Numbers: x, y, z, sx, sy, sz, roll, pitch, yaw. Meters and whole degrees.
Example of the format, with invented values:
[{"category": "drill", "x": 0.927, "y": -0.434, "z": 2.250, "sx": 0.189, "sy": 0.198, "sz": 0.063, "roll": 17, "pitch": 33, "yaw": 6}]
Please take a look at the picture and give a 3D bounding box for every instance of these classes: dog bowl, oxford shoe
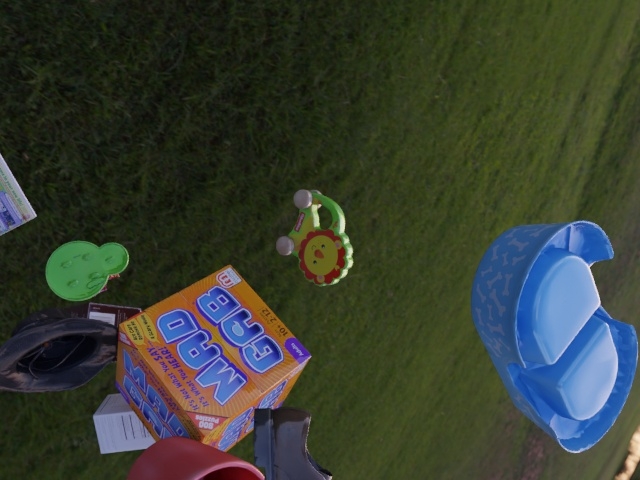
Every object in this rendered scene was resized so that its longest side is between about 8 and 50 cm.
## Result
[{"category": "dog bowl", "x": 0.262, "y": 0.105, "z": 0.620, "sx": 0.166, "sy": 0.074, "sz": 0.297, "roll": -44, "pitch": 121, "yaw": -19}, {"category": "oxford shoe", "x": -0.029, "y": 0.322, "z": 0.683, "sx": 0.096, "sy": 0.083, "sz": 0.227, "roll": -4, "pitch": 81, "yaw": -5}]

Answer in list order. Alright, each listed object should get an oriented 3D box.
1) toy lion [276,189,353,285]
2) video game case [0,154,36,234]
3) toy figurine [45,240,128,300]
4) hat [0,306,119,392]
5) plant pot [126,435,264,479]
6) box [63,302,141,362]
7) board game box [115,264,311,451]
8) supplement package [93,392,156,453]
[{"category": "toy lion", "x": 0.000, "y": 0.000, "z": 0.662, "sx": 0.034, "sy": 0.096, "sz": 0.100, "roll": -5, "pitch": 120, "yaw": -59}, {"category": "video game case", "x": -0.840, "y": -0.102, "z": 1.357, "sx": 0.193, "sy": 0.023, "sz": 0.212, "roll": -36, "pitch": 126, "yaw": -30}, {"category": "toy figurine", "x": -0.510, "y": 0.070, "z": 1.263, "sx": 0.173, "sy": 0.159, "sz": 0.130, "roll": -22, "pitch": 84, "yaw": -12}, {"category": "hat", "x": -0.674, "y": 0.255, "z": 1.404, "sx": 0.331, "sy": 0.134, "sz": 0.331, "roll": -26, "pitch": 148, "yaw": -17}, {"category": "plant pot", "x": -0.275, "y": 0.551, "z": 1.167, "sx": 0.274, "sy": 0.243, "sz": 0.275, "roll": -7, "pitch": 101, "yaw": -37}, {"category": "box", "x": -0.674, "y": 0.287, "z": 1.688, "sx": 0.167, "sy": 0.203, "sz": 0.169, "roll": 14, "pitch": 71, "yaw": -43}, {"category": "board game box", "x": -0.310, "y": 0.363, "z": 1.540, "sx": 0.356, "sy": 0.356, "sz": 0.357, "roll": -30, "pitch": 157, "yaw": -38}, {"category": "supplement package", "x": -0.558, "y": 0.561, "z": 1.741, "sx": 0.244, "sy": 0.139, "sz": 0.134, "roll": -6, "pitch": 103, "yaw": 1}]
